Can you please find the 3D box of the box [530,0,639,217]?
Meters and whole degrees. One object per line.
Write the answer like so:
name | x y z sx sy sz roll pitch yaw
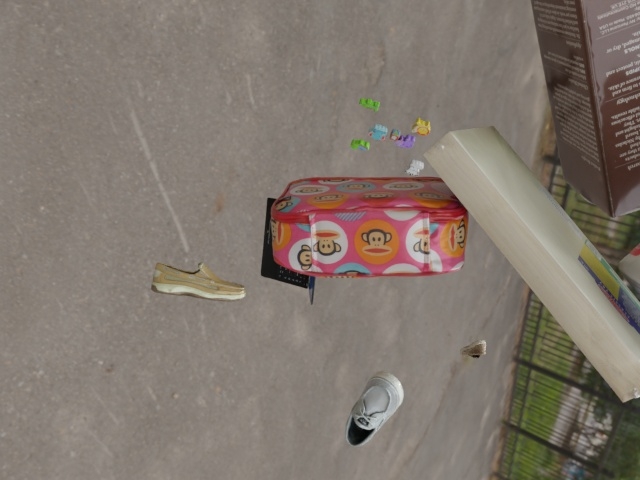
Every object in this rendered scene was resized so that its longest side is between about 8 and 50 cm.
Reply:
box | 0.477 -0.252 0.986 0.191 0.143 0.381 -100 171 -63

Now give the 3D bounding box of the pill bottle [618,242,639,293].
pill bottle | 0.585 -0.013 0.792 0.318 0.176 0.176 -46 153 13

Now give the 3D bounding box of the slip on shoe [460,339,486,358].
slip on shoe | 0.448 0.327 1.731 0.135 0.051 0.041 117 -35 -62

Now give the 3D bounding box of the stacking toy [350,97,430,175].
stacking toy | 0.194 -0.286 1.634 0.052 0.221 0.167 124 -18 -59

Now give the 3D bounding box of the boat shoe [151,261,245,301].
boat shoe | -0.242 0.079 1.200 0.190 0.068 0.072 9 90 -20

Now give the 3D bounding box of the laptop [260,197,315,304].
laptop | -0.083 0.021 1.583 0.137 0.264 0.234 -10 110 -57

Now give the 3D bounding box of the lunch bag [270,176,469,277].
lunch bag | 0.080 -0.035 0.937 0.258 0.293 0.120 -67 156 -71

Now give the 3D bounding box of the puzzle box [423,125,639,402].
puzzle box | 0.332 0.006 0.865 0.052 0.409 0.272 -41 170 28

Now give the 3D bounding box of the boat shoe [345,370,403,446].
boat shoe | 0.104 0.357 1.218 0.081 0.079 0.227 -43 159 -42
